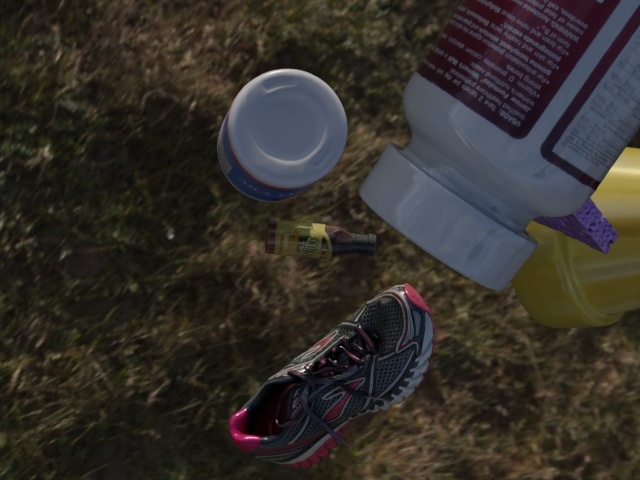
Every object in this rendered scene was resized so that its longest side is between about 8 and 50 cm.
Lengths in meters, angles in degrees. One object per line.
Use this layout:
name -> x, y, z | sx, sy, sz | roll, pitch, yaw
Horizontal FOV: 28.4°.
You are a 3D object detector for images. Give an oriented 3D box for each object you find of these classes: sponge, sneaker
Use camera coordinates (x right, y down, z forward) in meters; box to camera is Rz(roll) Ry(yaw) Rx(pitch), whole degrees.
sponge -> 0.248, -0.060, 1.418 | 0.031, 0.117, 0.210 | -55, 138, -5
sneaker -> 0.017, 0.169, 1.507 | 0.112, 0.299, 0.121 | 20, 29, -47

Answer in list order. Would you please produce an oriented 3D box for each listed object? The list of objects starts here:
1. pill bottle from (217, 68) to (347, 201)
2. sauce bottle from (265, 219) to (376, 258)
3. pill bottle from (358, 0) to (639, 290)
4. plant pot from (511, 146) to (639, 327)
pill bottle -> -0.048, -0.106, 1.372 | 0.124, 0.221, 0.124 | 1, 86, -8
sauce bottle -> 0.000, 0.000, 1.468 | 0.128, 0.042, 0.042 | 3, 72, -1
pill bottle -> 0.122, -0.090, 0.694 | 0.121, 0.121, 0.221 | 32, 100, -14
plant pot -> 0.397, -0.016, 1.619 | 0.254, 0.239, 0.253 | 6, 82, -51
